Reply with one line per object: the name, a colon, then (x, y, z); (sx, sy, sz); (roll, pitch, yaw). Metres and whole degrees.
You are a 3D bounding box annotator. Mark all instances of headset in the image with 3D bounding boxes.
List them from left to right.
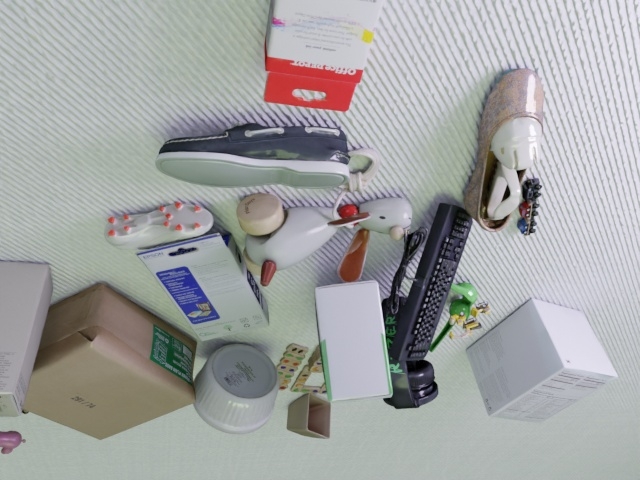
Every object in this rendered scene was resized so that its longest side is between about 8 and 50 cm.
headset: (0.175, 0.277, 1.274); (0.186, 0.243, 0.394); (-9, 157, 16)

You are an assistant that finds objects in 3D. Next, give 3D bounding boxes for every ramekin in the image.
ramekin: (-0.196, 0.346, 1.298); (0.207, 0.207, 0.109); (11, 126, -22)

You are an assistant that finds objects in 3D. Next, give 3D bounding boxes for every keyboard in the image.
keyboard: (0.201, 0.081, 1.034); (0.202, 0.033, 0.316); (13, 96, -44)

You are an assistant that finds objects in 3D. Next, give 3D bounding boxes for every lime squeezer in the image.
lime squeezer: (0.318, 0.164, 1.266); (0.110, 0.059, 0.310); (-44, 152, -28)

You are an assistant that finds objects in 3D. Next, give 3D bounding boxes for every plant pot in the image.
plant pot: (-0.040, 0.528, 1.604); (0.096, 0.108, 0.109); (-22, 138, 32)

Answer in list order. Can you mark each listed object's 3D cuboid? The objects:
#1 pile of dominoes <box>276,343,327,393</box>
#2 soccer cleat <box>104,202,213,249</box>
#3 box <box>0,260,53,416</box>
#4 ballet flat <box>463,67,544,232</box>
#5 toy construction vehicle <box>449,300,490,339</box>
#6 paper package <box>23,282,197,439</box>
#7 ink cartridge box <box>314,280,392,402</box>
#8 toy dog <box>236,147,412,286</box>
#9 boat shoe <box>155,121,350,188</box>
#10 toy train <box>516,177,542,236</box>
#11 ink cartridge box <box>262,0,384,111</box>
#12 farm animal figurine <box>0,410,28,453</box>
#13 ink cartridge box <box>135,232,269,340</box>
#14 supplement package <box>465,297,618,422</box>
pile of dominoes: (-0.027, 0.366, 1.467); (0.196, 0.040, 0.251); (8, 135, -19)
soccer cleat: (-0.288, -0.022, 0.975); (0.197, 0.068, 0.076); (-7, 152, 1)
box: (-0.571, 0.171, 0.973); (0.113, 0.275, 0.094); (5, 137, -14)
ballet flat: (0.323, -0.134, 0.922); (0.108, 0.106, 0.315); (-7, 138, -2)
toy construction vehicle: (0.347, 0.190, 1.254); (0.098, 0.035, 0.085); (-18, 141, -10)
paper package: (-0.486, 0.277, 1.190); (0.310, 0.168, 0.325); (-24, 136, 16)
ink cartridge box: (0.058, 0.207, 1.096); (0.122, 0.210, 0.289); (-7, 168, -2)
toy dog: (0.000, 0.000, 0.972); (0.334, 0.160, 0.220); (-22, 137, 14)
boat shoe: (-0.103, -0.139, 0.857); (0.303, 0.091, 0.114); (3, 164, -16)
toy train: (0.415, -0.063, 1.078); (0.036, 0.027, 0.158); (-10, 138, 7)
ink cartridge box: (0.001, -0.291, 0.709); (0.134, 0.077, 0.231); (4, 137, -14)
farm animal figurine: (-0.802, 0.377, 1.214); (0.172, 0.330, 0.326); (-33, 105, 28)
ink cartridge box: (-0.226, 0.086, 1.100); (0.166, 0.065, 0.332); (-12, 140, 3)
supplement package: (0.560, 0.318, 1.398); (0.198, 0.199, 0.262); (15, 133, -26)
